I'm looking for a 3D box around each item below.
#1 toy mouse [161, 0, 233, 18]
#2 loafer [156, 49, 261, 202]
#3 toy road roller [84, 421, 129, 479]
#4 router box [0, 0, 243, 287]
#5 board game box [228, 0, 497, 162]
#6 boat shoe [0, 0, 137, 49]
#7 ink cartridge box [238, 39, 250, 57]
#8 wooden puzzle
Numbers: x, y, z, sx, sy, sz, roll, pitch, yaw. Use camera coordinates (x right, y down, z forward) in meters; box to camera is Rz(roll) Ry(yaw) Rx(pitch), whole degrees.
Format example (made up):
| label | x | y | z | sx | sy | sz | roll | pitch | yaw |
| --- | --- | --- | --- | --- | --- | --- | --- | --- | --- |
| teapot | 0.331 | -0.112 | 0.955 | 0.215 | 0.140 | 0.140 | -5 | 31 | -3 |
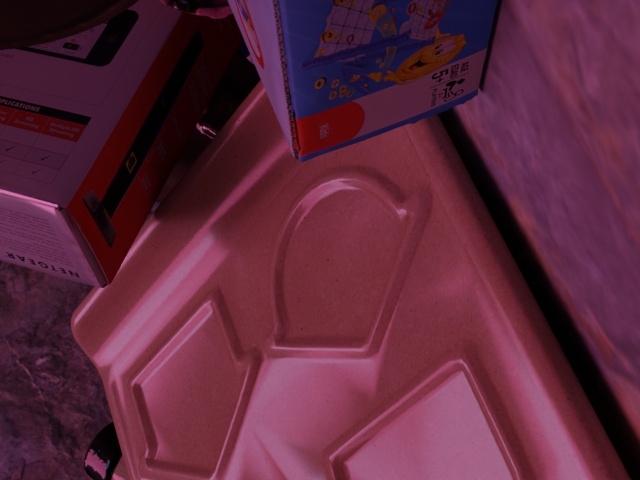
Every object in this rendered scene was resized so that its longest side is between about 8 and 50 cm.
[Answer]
| label | x | y | z | sx | sy | sz | roll | pitch | yaw |
| --- | --- | --- | --- | --- | --- | --- | --- | --- | --- |
| toy mouse | -0.041 | -0.171 | 0.565 | 0.143 | 0.161 | 0.031 | 38 | -166 | 1 |
| loafer | -0.074 | -0.058 | 0.754 | 0.366 | 0.130 | 0.133 | 43 | 164 | 22 |
| toy road roller | -0.131 | 0.274 | 1.397 | 0.203 | 0.240 | 0.329 | 29 | -178 | 32 |
| router box | -0.226 | -0.150 | 0.665 | 0.082 | 0.336 | 0.301 | 79 | -150 | -55 |
| board game box | -0.031 | -0.230 | 0.344 | 0.302 | 0.086 | 0.308 | 84 | 164 | -69 |
| boat shoe | -0.081 | -0.147 | 0.214 | 0.307 | 0.111 | 0.104 | 123 | 131 | -70 |
| ink cartridge box | -0.137 | -0.194 | 0.918 | 0.045 | 0.224 | 0.223 | 39 | 159 | 31 |
| wooden puzzle | 0.009 | 0.110 | 0.547 | 0.322 | 0.081 | 0.347 | -46 | 59 | 36 |
